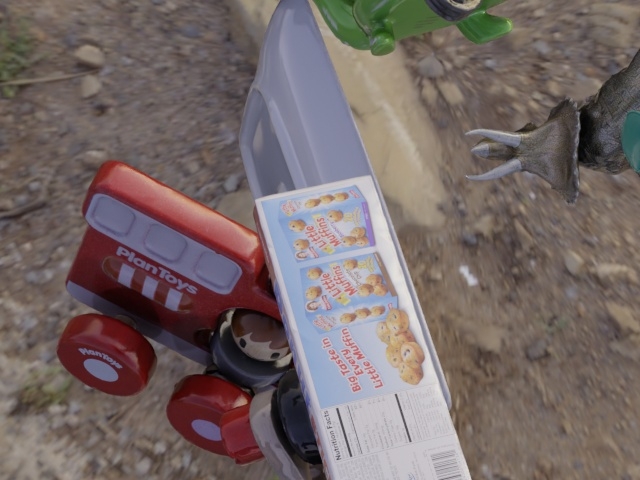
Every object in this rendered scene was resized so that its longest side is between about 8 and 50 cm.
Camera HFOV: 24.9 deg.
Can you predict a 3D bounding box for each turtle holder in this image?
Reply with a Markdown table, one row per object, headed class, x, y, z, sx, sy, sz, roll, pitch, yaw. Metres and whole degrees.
| class | x | y | z | sx | sy | sz | roll | pitch | yaw |
| --- | --- | --- | --- | --- | --- | --- | --- | --- | --- |
| turtle holder | 0.124 | -0.330 | 1.579 | 0.243 | 0.320 | 0.228 | -17 | 84 | -18 |

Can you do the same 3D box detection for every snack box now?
| class | x | y | z | sx | sy | sz | roll | pitch | yaw |
| --- | --- | --- | --- | --- | --- | --- | --- | --- | --- |
| snack box | 0.019 | 0.053 | 0.718 | 0.064 | 0.022 | 0.178 | -12 | 65 | -10 |

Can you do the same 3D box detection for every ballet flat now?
| class | x | y | z | sx | sy | sz | roll | pitch | yaw |
| --- | --- | --- | --- | --- | --- | --- | --- | --- | --- |
| ballet flat | 0.221 | -0.052 | 0.923 | 0.041 | 0.114 | 0.041 | 0 | 113 | -1 |

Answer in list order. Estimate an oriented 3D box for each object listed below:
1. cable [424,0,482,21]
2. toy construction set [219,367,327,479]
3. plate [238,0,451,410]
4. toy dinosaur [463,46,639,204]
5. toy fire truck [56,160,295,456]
| class | x | y | z | sx | sy | sz | roll | pitch | yaw |
| --- | --- | --- | --- | --- | --- | --- | --- | --- | --- |
| cable | 0.088 | -0.343 | 1.389 | 0.072 | 0.139 | 0.287 | -25 | 89 | 51 |
| toy construction set | 0.015 | 0.247 | 0.859 | 0.309 | 0.237 | 0.257 | -37 | 50 | 5 |
| plate | 0.000 | 0.000 | 0.988 | 0.045 | 0.277 | 0.278 | -18 | 82 | -10 |
| toy dinosaur | 0.283 | -0.123 | 1.220 | 0.313 | 0.160 | 0.121 | -36 | 85 | 25 |
| toy fire truck | -0.109 | 0.063 | 1.423 | 0.302 | 0.254 | 0.169 | 29 | 56 | -3 |
